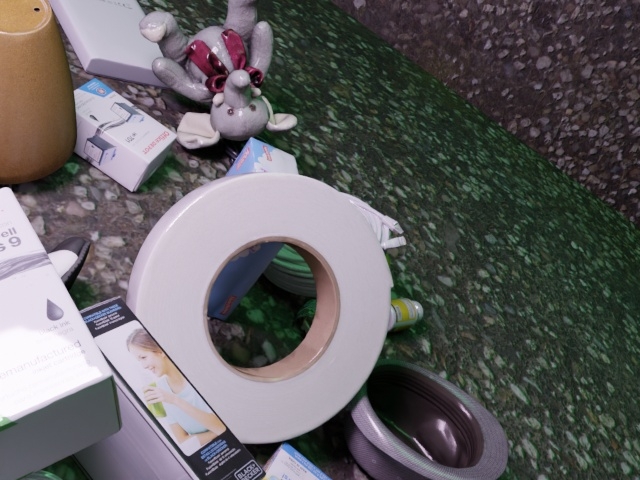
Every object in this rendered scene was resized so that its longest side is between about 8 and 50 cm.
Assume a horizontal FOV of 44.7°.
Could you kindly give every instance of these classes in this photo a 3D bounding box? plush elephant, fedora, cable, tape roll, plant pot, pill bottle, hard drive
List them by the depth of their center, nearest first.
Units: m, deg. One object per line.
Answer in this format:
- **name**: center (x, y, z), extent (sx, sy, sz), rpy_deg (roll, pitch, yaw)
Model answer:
- **tape roll**: center (-0.078, 0.094, 1.116), extent (0.392, 0.392, 0.072), rpy_deg (23, -6, -25)
- **plant pot**: center (-0.476, -0.254, 1.176), extent (0.237, 0.254, 0.237), rpy_deg (13, 51, -17)
- **fedora**: center (0.147, 0.316, 1.244), extent (0.275, 0.124, 0.243), rpy_deg (27, 29, -4)
- **cable**: center (0.000, 0.000, 1.480), extent (0.257, 0.089, 0.257), rpy_deg (-24, 46, -27)
- **pill bottle**: center (0.155, 0.149, 1.566), extent (0.116, 0.065, 0.065), rpy_deg (-1, 49, -48)
- **plush elephant**: center (-0.191, -0.321, 1.605), extent (0.272, 0.330, 0.255), rpy_deg (-22, 57, -17)
- **cable**: center (-0.149, -0.185, 1.713), extent (0.184, 0.047, 0.150), rpy_deg (51, 37, 15)
- **hard drive**: center (-0.476, -0.483, 1.748), extent (0.233, 0.047, 0.353), rpy_deg (2, 46, -46)

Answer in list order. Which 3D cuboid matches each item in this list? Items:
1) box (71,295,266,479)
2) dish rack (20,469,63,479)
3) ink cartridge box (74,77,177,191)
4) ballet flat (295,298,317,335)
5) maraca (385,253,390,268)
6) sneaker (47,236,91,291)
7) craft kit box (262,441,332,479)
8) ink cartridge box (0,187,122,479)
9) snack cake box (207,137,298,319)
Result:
- **box**: center (-0.221, 0.233, 0.950), extent (0.290, 0.169, 0.087), rpy_deg (48, 34, 13)
- **dish rack**: center (-0.391, 0.319, 0.748), extent (0.333, 0.072, 0.285), rpy_deg (20, 36, -28)
- **ink cartridge box**: center (-0.381, -0.195, 1.433), extent (0.191, 0.082, 0.139), rpy_deg (34, 31, -6)
- **ballet flat**: center (0.025, 0.190, 1.389), extent (0.188, 0.070, 0.070), rpy_deg (46, 31, 15)
- **maraca**: center (0.087, 0.038, 1.607), extent (0.185, 0.099, 0.127), rpy_deg (-109, 179, -57)
- **sneaker**: center (-0.418, 0.069, 0.995), extent (0.146, 0.122, 0.330), rpy_deg (34, 33, -4)
- **craft kit box**: center (-0.009, 0.429, 1.028), extent (0.250, 0.061, 0.246), rpy_deg (40, 28, 1)
- **ink cartridge box**: center (-0.366, 0.105, 0.811), extent (0.211, 0.121, 0.289), rpy_deg (-24, 57, -26)
- **snack cake box**: center (-0.134, -0.015, 1.274), extent (0.089, 0.264, 0.152), rpy_deg (22, 34, -26)
